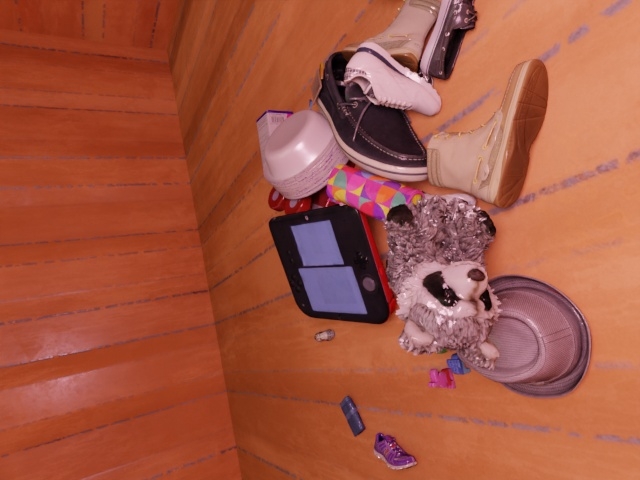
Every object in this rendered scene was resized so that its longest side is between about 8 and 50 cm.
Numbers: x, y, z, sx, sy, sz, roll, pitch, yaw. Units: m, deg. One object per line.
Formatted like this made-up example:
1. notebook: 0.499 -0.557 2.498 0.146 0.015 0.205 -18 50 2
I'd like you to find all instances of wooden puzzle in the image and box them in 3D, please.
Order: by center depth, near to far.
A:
1. wooden puzzle: -0.009 -0.417 1.121 0.116 0.014 0.078 136 136 -64

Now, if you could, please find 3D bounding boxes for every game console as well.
1. game console: 0.019 0.074 1.187 0.387 0.060 0.341 -6 111 47

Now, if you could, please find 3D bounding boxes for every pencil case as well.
1. pencil case: 0.121 -0.101 0.949 0.236 0.105 0.104 27 119 38

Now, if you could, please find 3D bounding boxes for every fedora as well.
1. fedora: 0.356 0.191 0.793 0.275 0.125 0.243 -19 79 59

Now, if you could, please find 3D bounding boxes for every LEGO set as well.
1. LEGO set: 0.276 0.243 0.966 0.087 0.093 0.227 -26 74 58

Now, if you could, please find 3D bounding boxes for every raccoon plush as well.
1. raccoon plush: 0.232 0.125 0.824 0.446 0.216 0.299 71 -157 -60

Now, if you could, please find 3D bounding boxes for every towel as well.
1. towel: 0.108 0.583 1.376 0.119 0.029 0.067 61 143 33

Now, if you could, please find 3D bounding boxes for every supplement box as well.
1. supplement box: -0.159 -0.364 1.561 0.114 0.111 0.219 -14 83 59

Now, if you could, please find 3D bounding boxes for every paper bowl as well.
1. paper bowl: -0.054 -0.272 1.227 0.284 0.148 0.284 -27 40 25

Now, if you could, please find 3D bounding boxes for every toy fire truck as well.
1. toy fire truck: -0.024 -0.182 1.355 0.302 0.169 0.253 28 95 54

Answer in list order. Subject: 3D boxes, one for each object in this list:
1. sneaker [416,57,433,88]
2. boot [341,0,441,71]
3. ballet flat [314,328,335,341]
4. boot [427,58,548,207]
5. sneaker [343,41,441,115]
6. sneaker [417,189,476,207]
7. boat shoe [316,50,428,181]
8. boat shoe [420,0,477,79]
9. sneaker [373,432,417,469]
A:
1. sneaker: 0.239 -0.384 0.962 0.032 0.037 0.083 -8 91 58
2. boot: 0.164 -0.479 0.960 0.213 0.077 0.165 23 84 41
3. ballet flat: 0.010 0.345 1.484 0.114 0.041 0.041 -34 67 56
4. boot: 0.314 -0.213 0.811 0.203 0.095 0.261 32 121 53
5. sneaker: 0.162 -0.336 0.927 0.094 0.235 0.090 -64 13 -8
6. sneaker: 0.248 -0.069 0.954 0.237 0.085 0.086 13 84 56
7. boat shoe: 0.121 -0.322 1.036 0.155 0.187 0.500 106 148 -42
8. boat shoe: 0.282 -0.445 0.848 0.076 0.080 0.228 41 129 28
9. sneaker: 0.205 0.601 1.184 0.170 0.068 0.071 -8 83 60
